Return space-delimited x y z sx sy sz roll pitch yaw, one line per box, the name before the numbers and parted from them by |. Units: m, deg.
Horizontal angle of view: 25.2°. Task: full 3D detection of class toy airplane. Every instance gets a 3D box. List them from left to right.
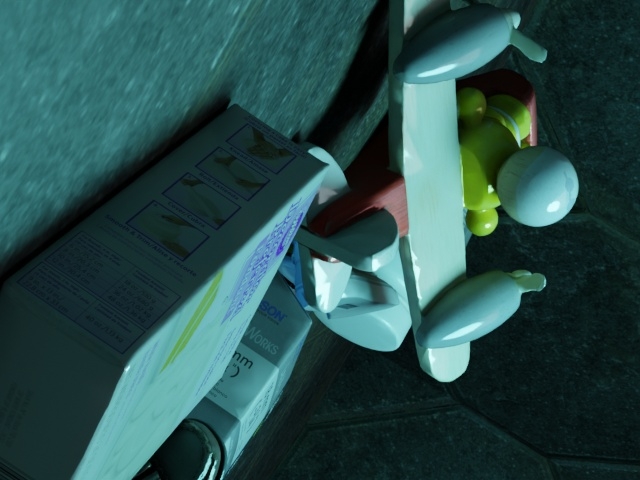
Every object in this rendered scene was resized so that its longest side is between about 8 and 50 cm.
toy airplane | 0.135 -0.065 1.537 0.386 0.272 0.384 38 65 -61

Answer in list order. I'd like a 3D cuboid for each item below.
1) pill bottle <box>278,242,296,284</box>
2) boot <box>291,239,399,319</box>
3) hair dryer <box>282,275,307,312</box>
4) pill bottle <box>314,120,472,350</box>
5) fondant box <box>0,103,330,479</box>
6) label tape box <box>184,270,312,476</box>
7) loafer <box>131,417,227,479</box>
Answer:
pill bottle | 0.000 0.000 1.793 0.116 0.065 0.065 -55 173 -20
boot | 0.026 0.023 1.705 0.258 0.095 0.123 30 47 -75
hair dryer | -0.058 0.104 1.937 0.293 0.080 0.223 118 -10 -75
pill bottle | 0.113 -0.018 1.942 0.318 0.176 0.176 -62 175 -22
fondant box | -0.134 0.070 1.021 0.238 0.096 0.330 -62 173 32
label tape box | -0.096 0.149 1.598 0.333 0.106 0.240 -55 173 -26
loafer | -0.193 0.237 1.149 0.267 0.096 0.084 -38 159 3
